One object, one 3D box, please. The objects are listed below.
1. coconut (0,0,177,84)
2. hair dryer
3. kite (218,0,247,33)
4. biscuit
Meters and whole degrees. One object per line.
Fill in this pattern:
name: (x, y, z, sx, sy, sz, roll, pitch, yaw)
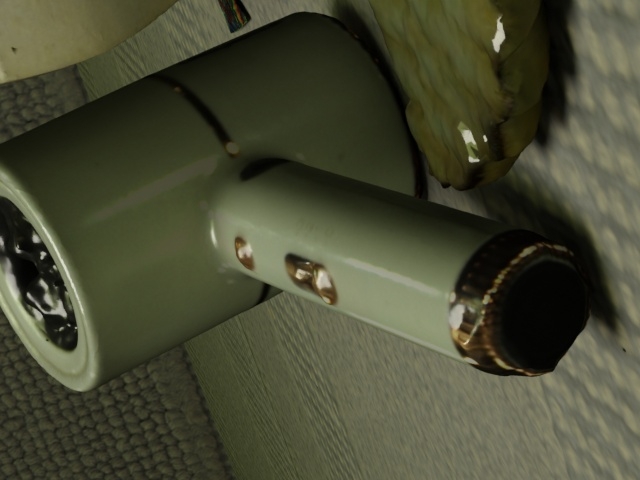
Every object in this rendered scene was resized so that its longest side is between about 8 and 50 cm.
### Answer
coconut: (-0.209, -0.225, 1.165, 0.323, 0.323, 0.323, 158, 90, -82)
hair dryer: (0.000, 0.000, 0.871, 0.362, 0.203, 0.128, 20, 131, 56)
kite: (-0.068, -0.174, 1.340, 0.090, 0.004, 0.122, 76, 168, -44)
biscuit: (0.028, -0.147, 0.706, 0.187, 0.036, 0.274, -153, 42, -77)
